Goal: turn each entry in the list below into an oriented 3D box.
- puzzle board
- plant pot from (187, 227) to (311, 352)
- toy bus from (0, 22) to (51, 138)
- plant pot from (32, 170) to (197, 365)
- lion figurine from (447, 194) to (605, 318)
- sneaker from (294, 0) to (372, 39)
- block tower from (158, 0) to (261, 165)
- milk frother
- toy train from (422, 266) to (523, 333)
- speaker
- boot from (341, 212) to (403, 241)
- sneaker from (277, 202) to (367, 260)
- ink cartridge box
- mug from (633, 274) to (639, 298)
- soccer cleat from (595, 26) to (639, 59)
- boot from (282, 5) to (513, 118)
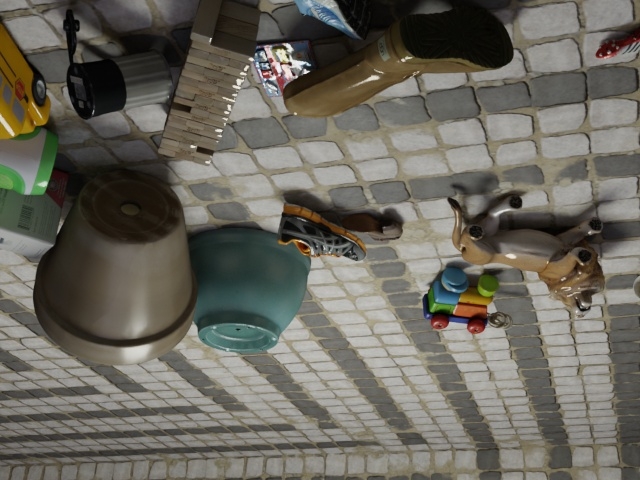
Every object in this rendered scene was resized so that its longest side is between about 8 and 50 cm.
[{"bbox_3d":[-0.052,-0.263,1.415,0.096,0.011,0.128,-3,153,11],"label":"puzzle board"},{"bbox_3d":[-0.171,0.127,1.981,0.293,0.196,0.293,3,153,1],"label":"plant pot"},{"bbox_3d":[-0.514,-0.256,1.343,0.108,0.130,0.332,-1,152,7],"label":"toy bus"},{"bbox_3d":[-0.378,0.027,1.743,0.323,0.323,0.280,9,135,-12],"label":"plant pot"},{"bbox_3d":[0.403,0.020,1.820,0.392,0.142,0.240,21,158,-4],"label":"lion figurine"},{"bbox_3d":[0.008,-0.329,1.250,0.073,0.063,0.162,1,156,48],"label":"sneaker"},{"bbox_3d":[-0.173,-0.234,1.391,0.097,0.091,0.335,14,151,-11],"label":"block tower"},{"bbox_3d":[-0.307,-0.268,1.350,0.135,0.129,0.143,-20,135,-36],"label":"milk frother"},{"bbox_3d":[0.367,0.133,2.060,0.248,0.105,0.143,8,139,-9],"label":"toy train"},{"bbox_3d":[-0.603,-0.166,1.534,0.296,0.131,0.131,15,150,-21],"label":"speaker"},{"bbox_3d":[0.107,-0.020,1.842,0.118,0.042,0.087,4,161,13],"label":"boot"},{"bbox_3d":[0.000,0.000,1.817,0.215,0.083,0.084,26,172,-29],"label":"sneaker"},{"bbox_3d":[-0.592,-0.076,1.668,0.218,0.158,0.092,21,148,-31],"label":"ink cartridge box"},{"bbox_3d":[0.738,0.107,2.004,0.078,0.062,0.064,-13,157,41],"label":"mug"},{"bbox_3d":[0.440,-0.279,1.319,0.083,0.029,0.035,-24,139,34],"label":"soccer cleat"},{"bbox_3d":[0.110,-0.254,1.336,0.236,0.089,0.269,-2,170,-35],"label":"boot"}]
